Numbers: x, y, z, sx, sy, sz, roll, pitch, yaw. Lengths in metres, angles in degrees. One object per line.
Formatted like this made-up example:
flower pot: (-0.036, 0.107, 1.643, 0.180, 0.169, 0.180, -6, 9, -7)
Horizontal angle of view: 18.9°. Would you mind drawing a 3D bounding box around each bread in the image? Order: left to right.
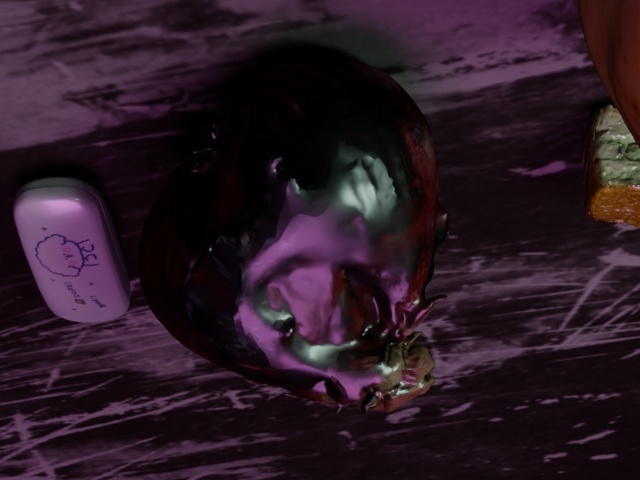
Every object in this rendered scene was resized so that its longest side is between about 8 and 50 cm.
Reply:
bread: (0.249, -0.059, 1.528, 0.076, 0.083, 0.070, 4, 155, 0)

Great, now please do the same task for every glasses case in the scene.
glasses case: (-0.213, 0.011, 1.660, 0.076, 0.049, 0.197, -2, 146, 4)

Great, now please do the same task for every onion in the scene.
onion: (-0.012, -0.016, 1.489, 0.281, 0.281, 0.221, -30, 169, 36)

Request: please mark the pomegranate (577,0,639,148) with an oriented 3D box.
pomegranate: (0.358, -0.175, 1.092, 0.411, 0.411, 0.411, 0, 146, 0)
